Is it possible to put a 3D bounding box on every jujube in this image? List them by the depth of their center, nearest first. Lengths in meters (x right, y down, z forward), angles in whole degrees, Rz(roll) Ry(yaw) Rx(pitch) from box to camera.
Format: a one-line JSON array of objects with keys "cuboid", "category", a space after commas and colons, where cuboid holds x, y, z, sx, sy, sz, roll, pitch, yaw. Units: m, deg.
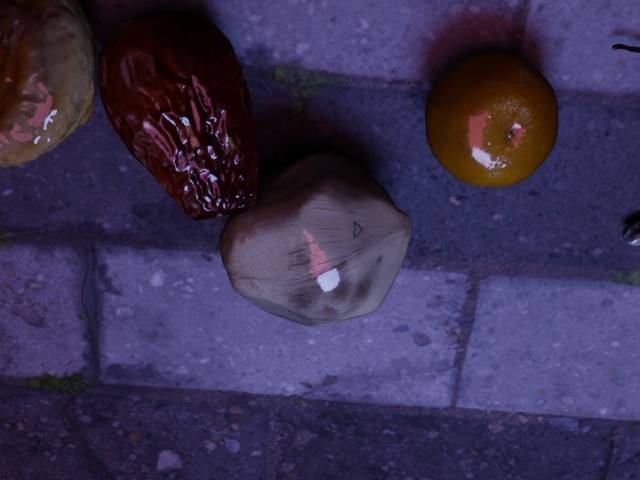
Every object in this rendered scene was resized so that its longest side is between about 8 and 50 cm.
[{"cuboid": [-0.148, -0.133, 1.194, 0.168, 0.168, 0.237, -20, 93, 14], "category": "jujube"}]

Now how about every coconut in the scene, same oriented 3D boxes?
[{"cuboid": [0.000, 0.000, 1.284, 0.224, 0.224, 0.224, 1, 123, 1], "category": "coconut"}]

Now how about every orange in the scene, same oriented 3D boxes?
[{"cuboid": [0.191, -0.137, 1.236, 0.154, 0.134, 0.155, -5, 108, -16], "category": "orange"}]

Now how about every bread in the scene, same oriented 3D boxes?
[{"cuboid": [-0.341, -0.196, 1.175, 0.244, 0.134, 0.245, 0, 90, 27], "category": "bread"}]

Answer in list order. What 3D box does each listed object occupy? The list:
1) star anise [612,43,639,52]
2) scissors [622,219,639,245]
[{"cuboid": [0.422, -0.227, 1.207, 0.190, 0.070, 0.097, -1, 96, 4], "category": "star anise"}, {"cuboid": [0.512, -0.045, 1.333, 0.289, 0.041, 0.138, -16, 129, 11], "category": "scissors"}]
